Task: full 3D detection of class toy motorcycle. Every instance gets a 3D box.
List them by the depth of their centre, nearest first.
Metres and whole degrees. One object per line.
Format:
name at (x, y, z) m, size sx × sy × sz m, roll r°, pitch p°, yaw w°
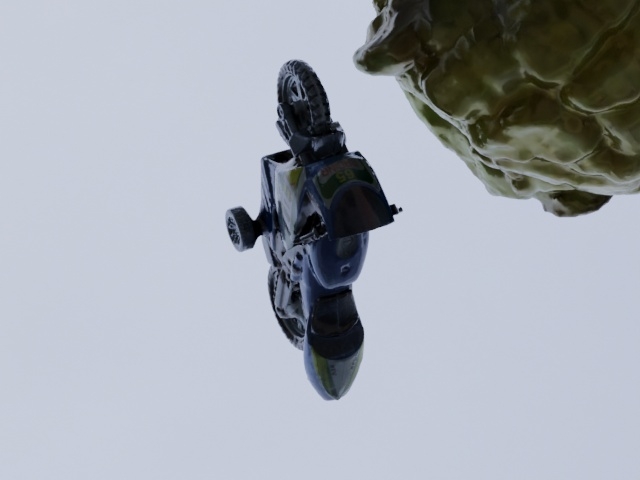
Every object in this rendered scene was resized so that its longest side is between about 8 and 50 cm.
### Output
toy motorcycle at (0.000, 0.000, 1.062) m, size 0.092 × 0.135 × 0.254 m, roll -16°, pitch -47°, yaw -22°

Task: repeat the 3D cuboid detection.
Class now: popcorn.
popcorn at (0.164, -0.157, 1.064) m, size 0.237 × 0.293 × 0.293 m, roll 29°, pitch -96°, yaw -51°
